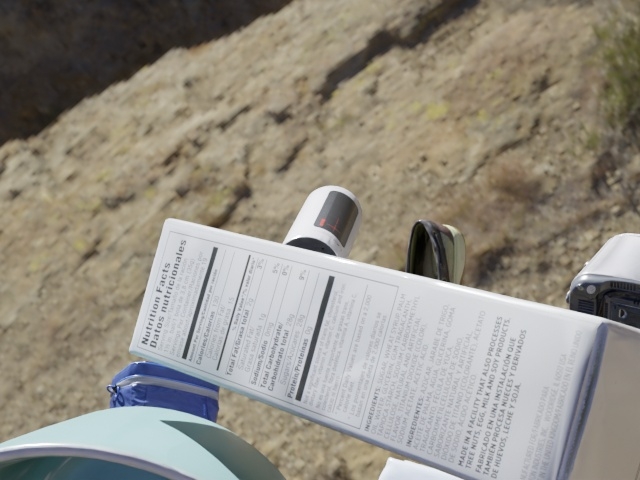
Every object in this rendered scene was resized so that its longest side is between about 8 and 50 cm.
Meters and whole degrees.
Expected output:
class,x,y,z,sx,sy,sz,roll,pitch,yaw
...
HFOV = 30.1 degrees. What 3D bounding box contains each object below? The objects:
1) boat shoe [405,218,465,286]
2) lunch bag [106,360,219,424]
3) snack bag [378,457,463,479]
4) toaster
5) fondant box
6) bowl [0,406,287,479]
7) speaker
class,x,y,z,sx,sy,sz,roll,pitch,yaw
boat shoe,0.089,0.055,0.993,0.056,0.049,0.152,-24,55,44
lunch bag,-0.140,0.141,1.034,0.067,0.098,0.065,-36,45,49
snack bag,0.166,0.421,1.248,0.323,0.037,0.343,9,66,28
toaster,0.456,0.078,1.607,0.227,0.129,0.146,12,38,28
fondant box,0.080,0.077,0.718,0.330,0.238,0.096,14,87,45
bowl,-0.120,0.231,0.765,0.311,0.311,0.163,-28,13,17
speaker,0.000,0.000,0.995,0.055,0.055,0.136,-28,13,18
